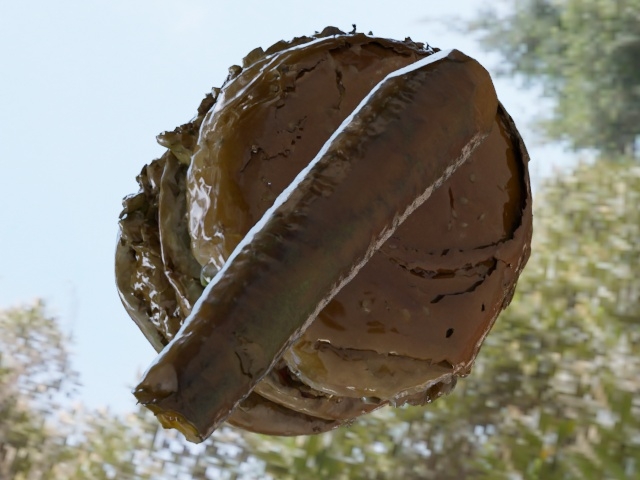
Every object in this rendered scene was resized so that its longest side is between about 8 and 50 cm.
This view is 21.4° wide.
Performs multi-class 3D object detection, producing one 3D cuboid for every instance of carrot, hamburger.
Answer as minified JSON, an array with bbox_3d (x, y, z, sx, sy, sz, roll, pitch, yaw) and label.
[{"bbox_3d":[0.000,0.000,0.560,0.171,0.042,0.042,-50,-58,-23],"label":"carrot"},{"bbox_3d":[-0.002,-0.011,1.090,0.245,0.211,0.261,18,-111,-23],"label":"hamburger"}]
